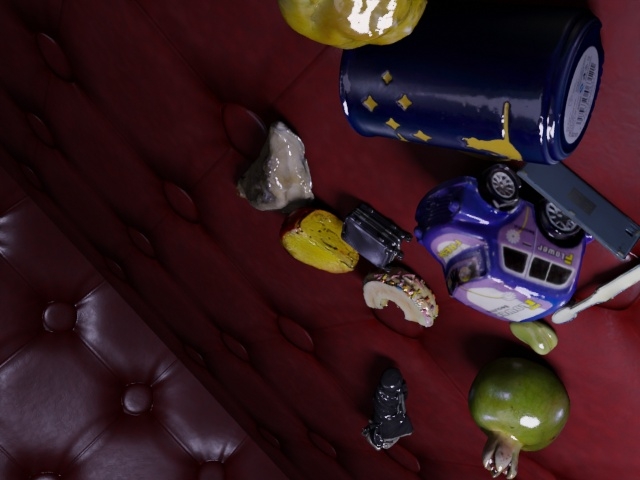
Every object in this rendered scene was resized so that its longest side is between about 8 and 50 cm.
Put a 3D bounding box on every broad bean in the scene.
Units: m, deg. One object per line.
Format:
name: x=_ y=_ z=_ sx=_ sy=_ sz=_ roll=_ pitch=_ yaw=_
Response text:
broad bean: x=0.363 y=0.158 z=1.011 sx=0.083 sy=0.045 sz=0.063 roll=37 pitch=161 yaw=29

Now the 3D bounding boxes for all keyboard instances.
keyboard: x=0.340 y=-0.050 z=0.774 sx=0.176 sy=0.055 sz=0.014 roll=41 pitch=160 yaw=6

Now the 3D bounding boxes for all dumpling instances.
dumpling: x=-0.097 y=-0.104 z=1.211 sx=0.166 sy=0.086 sz=0.332 roll=47 pitch=154 yaw=1

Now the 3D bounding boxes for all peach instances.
peach: x=0.002 y=-0.006 z=1.198 sx=0.172 sy=0.092 sz=0.127 roll=21 pitch=147 yaw=5

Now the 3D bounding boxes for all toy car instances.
toy car: x=0.245 y=0.015 z=0.831 sx=0.235 sy=0.158 sz=0.172 roll=24 pitch=152 yaw=-10

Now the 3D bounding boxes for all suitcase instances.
suitcase: x=0.101 y=-0.007 z=1.112 sx=0.126 sy=0.059 sz=0.086 roll=38 pitch=148 yaw=16

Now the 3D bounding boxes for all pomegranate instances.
pomegranate: x=0.345 y=0.304 z=1.053 sx=0.179 sy=0.210 sz=0.179 roll=13 pitch=116 yaw=27

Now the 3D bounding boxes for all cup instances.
cup: x=0.199 y=-0.190 z=0.722 sx=0.256 sy=0.255 sz=0.179 roll=19 pitch=104 yaw=33

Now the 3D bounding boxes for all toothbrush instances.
toothbrush: x=0.422 y=0.060 z=0.832 sx=0.026 sy=0.028 sz=0.294 roll=41 pitch=149 yaw=5

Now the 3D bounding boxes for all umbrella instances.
umbrella: x=0.175 y=0.440 z=1.510 sx=0.106 sy=0.113 sz=0.358 roll=52 pitch=157 yaw=34

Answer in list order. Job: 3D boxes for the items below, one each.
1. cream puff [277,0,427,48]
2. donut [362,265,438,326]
cream puff: x=0.084 y=-0.347 z=0.541 sx=0.257 sy=0.291 sz=0.325 roll=4 pitch=109 yaw=14
donut: x=0.154 y=0.098 z=1.166 sx=0.166 sy=0.065 sz=0.108 roll=19 pitch=141 yaw=38
